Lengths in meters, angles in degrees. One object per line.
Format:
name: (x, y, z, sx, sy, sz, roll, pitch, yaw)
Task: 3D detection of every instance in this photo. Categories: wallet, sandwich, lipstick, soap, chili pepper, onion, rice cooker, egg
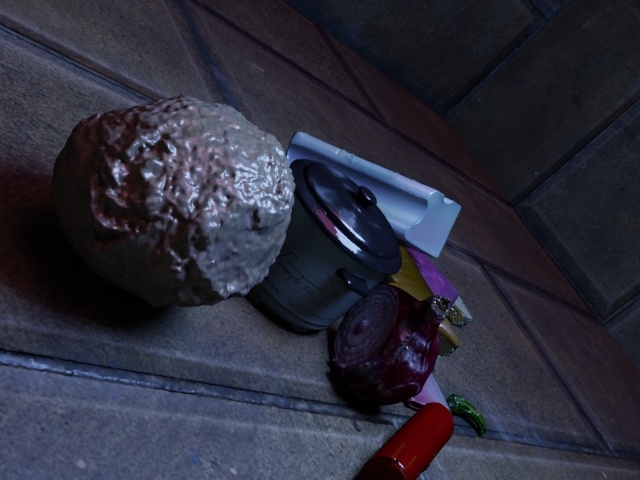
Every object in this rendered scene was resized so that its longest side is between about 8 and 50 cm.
wallet: (0.158, 0.218, 1.416, 0.119, 0.025, 0.232, 29, 27, -40)
sandwich: (0.316, 0.158, 1.812, 0.093, 0.036, 0.105, 47, 19, 4)
lipstick: (0.137, 0.310, 1.148, 0.073, 0.073, 0.280, 51, 21, 13)
soap: (0.195, 0.090, 1.610, 0.181, 0.081, 0.259, 49, 15, 9)
chili pepper: (0.266, 0.317, 1.438, 0.118, 0.035, 0.055, 45, 31, -31)
sandwich: (0.135, 0.119, 1.373, 0.128, 0.122, 0.235, -1, 43, -35)
onion: (0.131, 0.154, 1.210, 0.140, 0.218, 0.195, 45, 32, -15)
soap: (0.092, -0.083, 1.501, 0.347, 0.115, 0.208, 24, 0, 3)
rice cooker: (0.000, 0.000, 1.232, 0.241, 0.227, 0.280, 31, 26, -35)
egg: (-0.173, -0.044, 0.950, 0.310, 0.279, 0.279, -3, 52, -48)
